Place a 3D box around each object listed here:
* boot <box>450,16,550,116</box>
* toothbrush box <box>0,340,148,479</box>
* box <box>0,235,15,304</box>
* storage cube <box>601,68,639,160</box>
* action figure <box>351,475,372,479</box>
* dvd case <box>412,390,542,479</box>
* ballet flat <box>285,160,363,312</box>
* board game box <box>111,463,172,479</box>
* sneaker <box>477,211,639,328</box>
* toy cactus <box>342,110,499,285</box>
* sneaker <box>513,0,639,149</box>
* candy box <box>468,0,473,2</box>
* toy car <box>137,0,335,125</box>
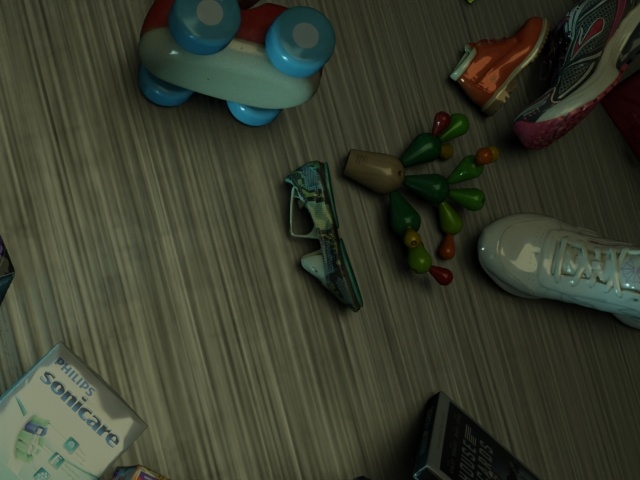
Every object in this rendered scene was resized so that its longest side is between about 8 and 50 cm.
[{"bbox_3d":[0.234,-0.245,1.574,0.084,0.059,0.158,38,72,-2],"label":"boot"},{"bbox_3d":[-0.330,0.254,1.208,0.126,0.216,0.295,46,71,-5],"label":"toothbrush box"},{"bbox_3d":[-0.407,0.009,1.200,0.143,0.270,0.165,-23,87,-20],"label":"box"},{"bbox_3d":[0.524,-0.181,1.582,0.215,0.193,0.184,-33,91,-22],"label":"storage cube"},{"bbox_3d":[0.136,0.400,1.316,0.178,0.330,0.341,-27,132,-41],"label":"action figure"},{"bbox_3d":[0.211,0.297,1.411,0.238,0.179,0.029,42,112,-7],"label":"dvd case"},{"bbox_3d":[0.000,0.000,1.454,0.070,0.070,0.188,-11,81,-20],"label":"ballet flat"},{"bbox_3d":[-0.130,0.301,1.300,0.193,0.147,0.045,29,72,-10],"label":"board game box"},{"bbox_3d":[0.347,0.027,1.506,0.305,0.152,0.114,15,77,-13],"label":"sneaker"},{"bbox_3d":[0.118,-0.068,1.486,0.180,0.112,0.219,17,83,-4],"label":"toy cactus"},{"bbox_3d":[0.334,-0.234,1.577,0.112,0.121,0.299,40,63,1],"label":"sneaker"},{"bbox_3d":[0.170,-0.423,1.602,0.105,0.027,0.206,-41,93,-18],"label":"candy box"},{"bbox_3d":[-0.090,-0.284,1.389,0.210,0.219,0.238,11,75,-16],"label":"toy car"}]
